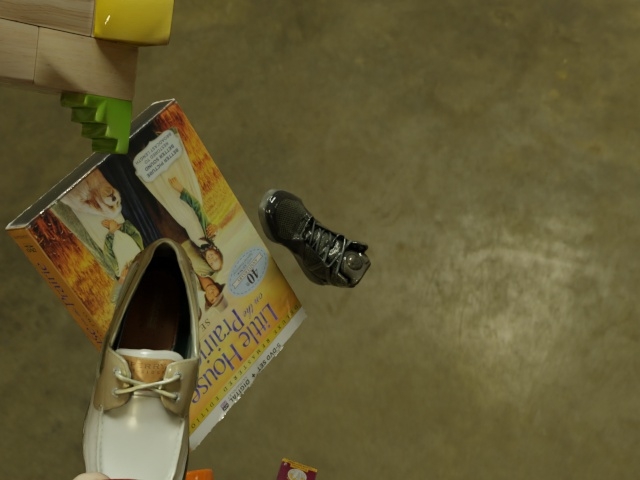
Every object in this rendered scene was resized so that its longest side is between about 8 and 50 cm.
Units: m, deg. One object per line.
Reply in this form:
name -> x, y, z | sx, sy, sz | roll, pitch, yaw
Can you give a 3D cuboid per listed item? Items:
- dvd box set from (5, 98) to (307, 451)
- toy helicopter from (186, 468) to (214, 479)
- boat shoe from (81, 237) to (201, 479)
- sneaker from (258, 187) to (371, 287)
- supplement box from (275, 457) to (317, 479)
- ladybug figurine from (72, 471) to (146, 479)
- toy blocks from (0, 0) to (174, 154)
dvd box set -> -0.216, 0.052, 1.398 | 0.062, 0.420, 0.307 | -1, 37, 46
toy helicopter -> -0.326, 0.430, 1.381 | 0.355, 0.235, 0.140 | -16, 76, 23
boat shoe -> -0.179, 0.139, 0.963 | 0.113, 0.103, 0.302 | 4, 61, -10
sneaker -> 0.000, 0.000, 1.485 | 0.130, 0.227, 0.087 | 9, 59, 41
supplement box -> -0.041, 0.354, 1.343 | 0.054, 0.043, 0.083 | 19, 30, 0
ladybug figurine -> -0.135, 0.318, 0.564 | 0.305, 0.162, 0.449 | -29, 42, 3
toy blocks -> -0.275, -0.277, 0.787 | 0.190, 0.260, 0.382 | 10, 94, 48
